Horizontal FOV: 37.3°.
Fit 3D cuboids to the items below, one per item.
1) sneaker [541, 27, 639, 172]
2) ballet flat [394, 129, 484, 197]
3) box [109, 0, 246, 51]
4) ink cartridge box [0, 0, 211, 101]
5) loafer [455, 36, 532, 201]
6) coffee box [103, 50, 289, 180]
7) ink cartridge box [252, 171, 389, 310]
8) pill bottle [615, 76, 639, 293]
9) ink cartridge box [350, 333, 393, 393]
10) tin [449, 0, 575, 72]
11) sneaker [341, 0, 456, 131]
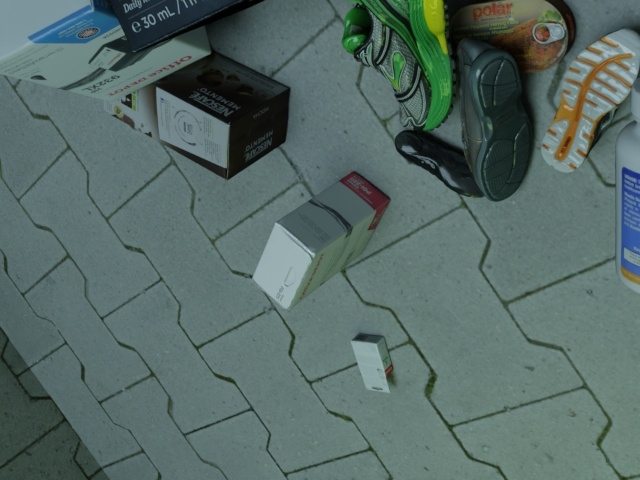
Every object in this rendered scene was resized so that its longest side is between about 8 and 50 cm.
[{"bbox_3d":[0.365,-0.193,1.269,0.084,0.083,0.215,38,134,16],"label":"sneaker"},{"bbox_3d":[0.195,-0.124,1.503,0.173,0.049,0.057,35,103,13],"label":"ballet flat"},{"bbox_3d":[-0.109,-0.567,1.235,0.479,0.297,0.472,-15,105,38],"label":"box"},{"bbox_3d":[-0.350,-0.331,1.468,0.223,0.307,0.129,-20,80,23],"label":"ink cartridge box"},{"bbox_3d":[0.245,-0.176,1.373,0.084,0.096,0.268,53,164,43],"label":"loafer"},{"bbox_3d":[-0.222,-0.247,1.683,0.297,0.168,0.119,30,134,24],"label":"coffee box"},{"bbox_3d":[0.000,0.000,1.617,0.092,0.218,0.159,40,136,14],"label":"ink cartridge box"},{"bbox_3d":[0.456,-0.073,1.216,0.152,0.152,0.272,13,126,35],"label":"pill bottle"},{"bbox_3d":[0.104,0.237,1.829,0.062,0.029,0.115,2,120,40],"label":"ink cartridge box"},{"bbox_3d":[0.263,-0.289,1.325,0.189,0.040,0.106,4,123,41],"label":"tin"},{"bbox_3d":[0.105,-0.279,1.323,0.146,0.134,0.343,-13,143,5],"label":"sneaker"}]
